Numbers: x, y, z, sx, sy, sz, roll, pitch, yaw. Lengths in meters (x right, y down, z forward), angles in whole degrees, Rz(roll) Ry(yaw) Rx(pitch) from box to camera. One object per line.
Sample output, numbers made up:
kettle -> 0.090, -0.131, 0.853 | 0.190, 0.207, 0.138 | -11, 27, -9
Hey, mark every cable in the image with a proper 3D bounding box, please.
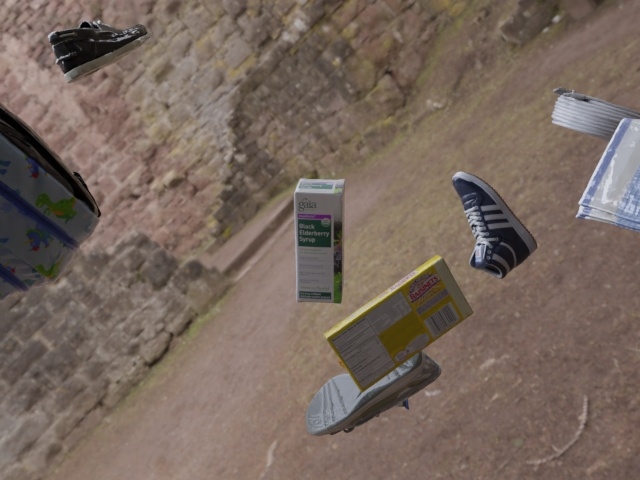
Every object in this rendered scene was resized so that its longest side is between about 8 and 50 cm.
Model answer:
cable -> 0.705, -0.294, 1.754 | 0.257, 0.257, 0.089 | -9, -58, -60

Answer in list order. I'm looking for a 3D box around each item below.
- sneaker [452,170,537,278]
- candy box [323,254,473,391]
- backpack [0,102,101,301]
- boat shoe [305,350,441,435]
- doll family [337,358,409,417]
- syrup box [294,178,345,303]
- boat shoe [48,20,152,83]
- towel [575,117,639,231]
sneaker -> 0.402, -0.032, 1.776 | 0.153, 0.282, 0.099 | -44, 3, -15
candy box -> 0.115, 0.121, 1.032 | 0.206, 0.105, 0.027 | -34, 15, -7
backpack -> -0.472, -0.086, 0.944 | 0.290, 0.355, 0.273 | 7, 72, 59
boat shoe -> 0.103, 0.327, 1.493 | 0.320, 0.103, 0.118 | -38, 35, 20
doll family -> 0.126, 0.314, 1.758 | 0.163, 0.118, 0.263 | -8, 31, 8
syrup box -> 0.000, 0.000, 1.413 | 0.093, 0.237, 0.096 | 2, 24, 5
boat shoe -> -0.346, -0.322, 1.136 | 0.084, 0.079, 0.233 | -25, 16, 27
towel -> 0.593, -0.098, 1.191 | 0.285, 0.034, 0.209 | 23, 85, 50
